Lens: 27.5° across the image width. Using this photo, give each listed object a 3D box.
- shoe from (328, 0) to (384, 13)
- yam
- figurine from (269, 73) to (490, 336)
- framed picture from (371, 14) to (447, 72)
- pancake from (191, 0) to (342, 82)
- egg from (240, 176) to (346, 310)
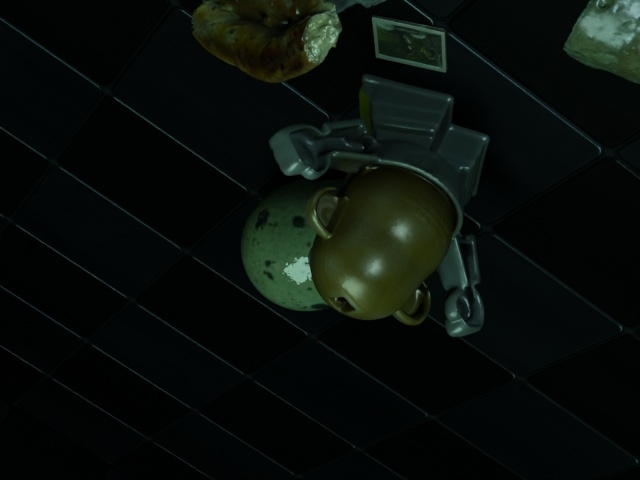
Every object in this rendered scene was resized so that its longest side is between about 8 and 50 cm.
[{"bbox_3d":[0.026,-0.300,1.404,0.169,0.071,0.099,0,124,50],"label":"shoe"},{"bbox_3d":[0.406,-0.183,1.248,0.330,0.133,0.133,20,147,3],"label":"yam"},{"bbox_3d":[0.084,-0.033,1.533,0.342,0.285,0.167,30,146,-8],"label":"figurine"},{"bbox_3d":[0.103,-0.226,1.503,0.089,0.007,0.066,15,146,18],"label":"framed picture"},{"bbox_3d":[-0.075,-0.290,1.447,0.266,0.057,0.245,30,136,41],"label":"pancake"},{"bbox_3d":[0.000,0.000,1.742,0.228,0.177,0.177,-21,126,31],"label":"egg"}]
